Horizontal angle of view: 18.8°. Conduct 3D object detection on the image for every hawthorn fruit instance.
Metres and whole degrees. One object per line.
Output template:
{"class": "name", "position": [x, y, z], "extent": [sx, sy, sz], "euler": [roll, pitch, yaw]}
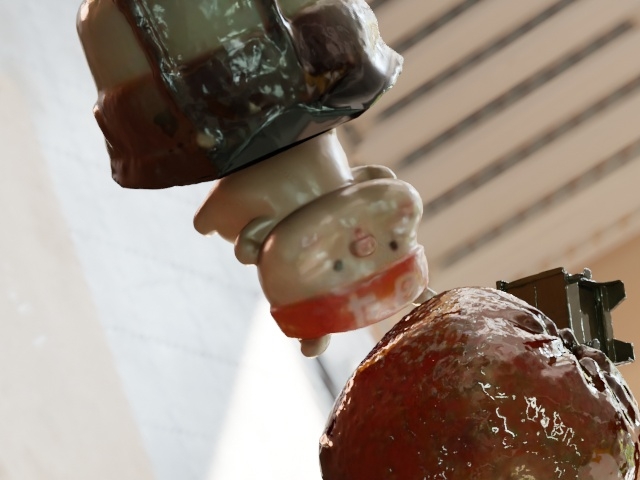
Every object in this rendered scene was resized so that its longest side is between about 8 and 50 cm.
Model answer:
{"class": "hawthorn fruit", "position": [0.070, 0.120, 1.011], "extent": [0.157, 0.194, 0.157], "euler": [41, 19, -17]}

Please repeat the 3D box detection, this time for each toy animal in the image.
{"class": "toy animal", "position": [0.000, 0.000, 1.684], "extent": [0.198, 0.171, 0.171], "euler": [50, 17, 23]}

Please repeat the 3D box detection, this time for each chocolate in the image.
{"class": "chocolate", "position": [-0.091, -0.183, 1.660], "extent": [0.283, 0.283, 0.186], "euler": [-73, 143, -63]}

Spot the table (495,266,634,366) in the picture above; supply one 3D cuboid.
{"class": "table", "position": [0.200, 0.069, 1.569], "extent": [0.070, 0.082, 0.083], "euler": [16, 63, -45]}
